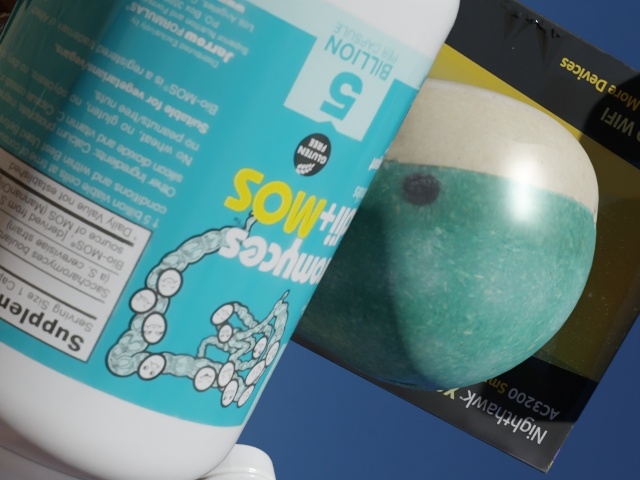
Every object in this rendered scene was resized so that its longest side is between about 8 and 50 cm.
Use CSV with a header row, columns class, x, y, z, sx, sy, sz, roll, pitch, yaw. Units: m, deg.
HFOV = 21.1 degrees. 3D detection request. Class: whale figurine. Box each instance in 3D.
class,x,y,z,sx,sy,sz,roll,pitch,yaw
whale figurine,0.000,0.000,0.864,0.216,0.272,0.141,48,47,-74

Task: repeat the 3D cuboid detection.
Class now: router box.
class,x,y,z,sx,sy,sz,roll,pitch,yaw
router box,0.061,-0.037,1.051,0.243,0.309,0.081,-61,-171,5

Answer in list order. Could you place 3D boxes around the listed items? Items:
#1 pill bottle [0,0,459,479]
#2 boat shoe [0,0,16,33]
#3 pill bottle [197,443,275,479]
class,x,y,z,sx,sy,sz,roll,pitch,yaw
pill bottle,-0.068,-0.011,0.636,0.264,0.146,0.146,-63,-166,7
boat shoe,-0.204,-0.161,1.024,0.324,0.116,0.123,-2,-93,59
pill bottle,-0.067,0.286,1.424,0.124,0.124,0.221,116,-29,-44
